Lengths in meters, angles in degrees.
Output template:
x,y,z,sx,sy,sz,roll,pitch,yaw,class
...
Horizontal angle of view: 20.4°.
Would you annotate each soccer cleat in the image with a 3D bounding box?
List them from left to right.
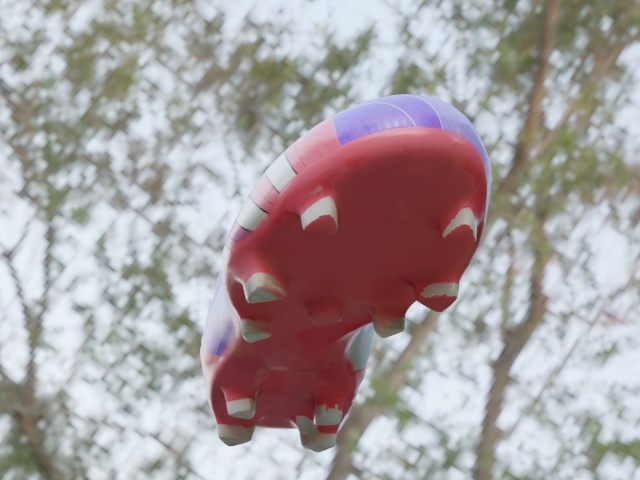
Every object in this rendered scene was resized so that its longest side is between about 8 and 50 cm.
x,y,z,sx,sy,sz,roll,pitch,yaw,class
0.000,0.000,0.653,0.083,0.095,0.248,4,-27,-10,soccer cleat
